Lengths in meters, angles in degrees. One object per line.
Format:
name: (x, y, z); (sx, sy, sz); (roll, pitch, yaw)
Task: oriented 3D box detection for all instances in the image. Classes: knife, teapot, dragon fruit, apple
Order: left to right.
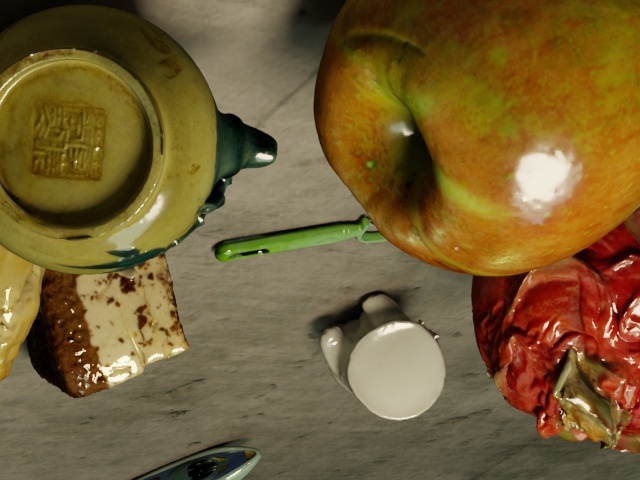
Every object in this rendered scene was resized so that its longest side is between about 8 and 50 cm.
teapot: (-0.164, -0.069, 1.077); (0.269, 0.173, 0.182); (4, -173, 2)
knife: (0.000, -0.001, 1.480); (0.212, 0.015, 0.054); (-9, 160, -24)
apple: (0.131, -0.100, 1.115); (0.226, 0.246, 0.246); (-24, 159, -29)
dragon fruit: (0.286, 0.039, 1.476); (0.342, 0.277, 0.277); (-51, 174, -34)

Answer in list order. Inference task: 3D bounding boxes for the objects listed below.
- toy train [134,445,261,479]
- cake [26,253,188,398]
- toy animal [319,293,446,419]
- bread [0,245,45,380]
toy train: (-0.185, 0.291, 1.882); (0.252, 0.055, 0.048); (-27, 145, 13)
cake: (-0.186, 0.094, 1.386); (0.112, 0.135, 0.246); (-13, 154, -18)
toy animal: (0.062, 0.118, 1.703); (0.104, 0.130, 0.221); (-55, -179, -2)
bread: (-0.314, 0.049, 1.200); (0.244, 0.134, 0.244); (-17, 158, -7)
